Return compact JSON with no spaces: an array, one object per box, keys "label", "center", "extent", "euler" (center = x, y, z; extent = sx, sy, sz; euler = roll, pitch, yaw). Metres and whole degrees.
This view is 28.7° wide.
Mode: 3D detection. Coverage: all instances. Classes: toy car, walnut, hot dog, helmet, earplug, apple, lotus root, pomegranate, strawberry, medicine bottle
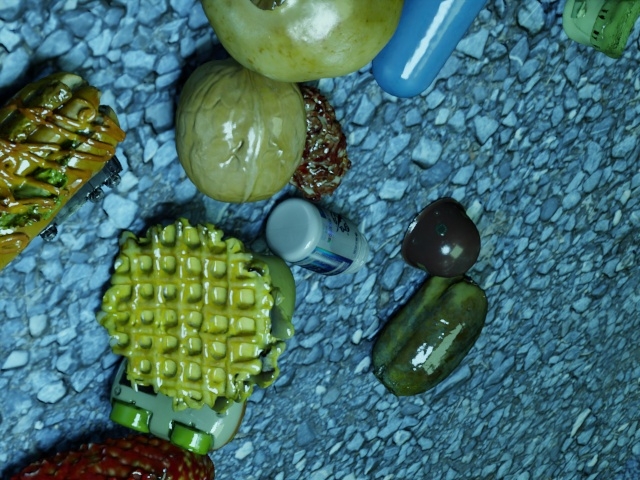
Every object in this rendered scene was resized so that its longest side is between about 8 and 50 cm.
[{"label":"toy car","center":[-0.357,-0.074,1.749],"extent":[0.165,0.062,0.071],"euler":[-42,140,-9]},{"label":"walnut","center":[-0.117,-0.161,1.812],"extent":[0.193,0.193,0.226],"euler":[-23,130,-28]},{"label":"hot dog","center":[-0.408,-0.071,1.629],"extent":[0.349,0.117,0.158],"euler":[-44,107,-6]},{"label":"helmet","center":[0.245,0.016,2.349],"extent":[0.155,0.106,0.175],"euler":[-45,145,-4]},{"label":"toy car","center":[-0.212,0.264,2.057],"extent":[0.235,0.235,0.145],"euler":[30,77,-50]},{"label":"earplug","center":[0.175,-0.349,1.972],"extent":[0.132,0.132,0.273],"euler":[9,119,-46]},{"label":"apple","center":[-0.129,0.099,2.004],"extent":[0.200,0.200,0.200],"euler":[-24,135,-27]},{"label":"lotus root","center":[0.215,0.186,2.423],"extent":[0.275,0.152,0.160],"euler":[-49,150,3]},{"label":"pomegranate","center":[-0.017,-0.359,1.675],"extent":[0.307,0.307,0.307],"euler":[-24,135,-27]},{"label":"strawberry","center":[-0.341,0.434,1.997],"extent":[0.343,0.292,0.292],"euler":[-37,141,4]},{"label":"medicine bottle","center":[0.000,0.000,2.100],"extent":[0.107,0.107,0.191],"euler":[-56,145,9]}]

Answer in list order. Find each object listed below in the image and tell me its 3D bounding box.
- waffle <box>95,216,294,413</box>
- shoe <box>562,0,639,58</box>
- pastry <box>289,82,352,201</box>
[{"label":"waffle","center":[-0.188,0.119,1.895],"extent":[0.329,0.329,0.062],"euler":[-63,169,17]},{"label":"shoe","center":[0.511,-0.408,2.231],"extent":[0.140,0.128,0.262],"euler":[-55,170,22]},{"label":"pastry","center":[-0.021,-0.158,1.970],"extent":[0.115,0.097,0.208],"euler":[-43,140,-23]}]
